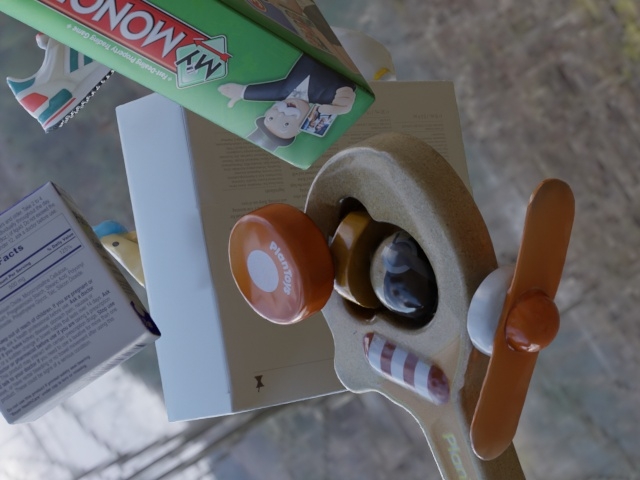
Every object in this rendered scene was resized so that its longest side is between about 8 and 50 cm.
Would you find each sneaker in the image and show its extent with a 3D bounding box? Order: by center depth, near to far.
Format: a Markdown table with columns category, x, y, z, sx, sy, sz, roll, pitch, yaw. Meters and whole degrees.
| category | x | y | z | sx | sy | sz | roll | pitch | yaw |
| --- | --- | --- | --- | --- | --- | --- | --- | --- | --- |
| sneaker | -0.218 | -0.177 | 1.597 | 0.075 | 0.161 | 0.057 | 43 | 175 | -6 |

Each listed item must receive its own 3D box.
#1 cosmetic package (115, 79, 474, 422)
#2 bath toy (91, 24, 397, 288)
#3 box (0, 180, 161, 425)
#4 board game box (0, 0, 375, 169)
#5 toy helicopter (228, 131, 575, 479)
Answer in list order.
| category | x | y | z | sx | sy | sz | roll | pitch | yaw |
| --- | --- | --- | --- | --- | --- | --- | --- | --- | --- |
| cosmetic package | 0.000 | 0.000 | 1.616 | 0.377 | 0.097 | 0.284 | -5 | -98 | -47 |
| bath toy | -0.075 | -0.094 | 1.794 | 0.129 | 0.348 | 0.151 | 43 | 179 | 19 |
| box | -0.210 | 0.048 | 1.302 | 0.137 | 0.126 | 0.072 | 56 | -179 | 6 |
| board game box | -0.120 | -0.177 | 0.695 | 0.213 | 0.046 | 0.317 | 25 | -154 | -44 |
| toy helicopter | 0.100 | 0.094 | 1.186 | 0.235 | 0.140 | 0.355 | -16 | 97 | 51 |
